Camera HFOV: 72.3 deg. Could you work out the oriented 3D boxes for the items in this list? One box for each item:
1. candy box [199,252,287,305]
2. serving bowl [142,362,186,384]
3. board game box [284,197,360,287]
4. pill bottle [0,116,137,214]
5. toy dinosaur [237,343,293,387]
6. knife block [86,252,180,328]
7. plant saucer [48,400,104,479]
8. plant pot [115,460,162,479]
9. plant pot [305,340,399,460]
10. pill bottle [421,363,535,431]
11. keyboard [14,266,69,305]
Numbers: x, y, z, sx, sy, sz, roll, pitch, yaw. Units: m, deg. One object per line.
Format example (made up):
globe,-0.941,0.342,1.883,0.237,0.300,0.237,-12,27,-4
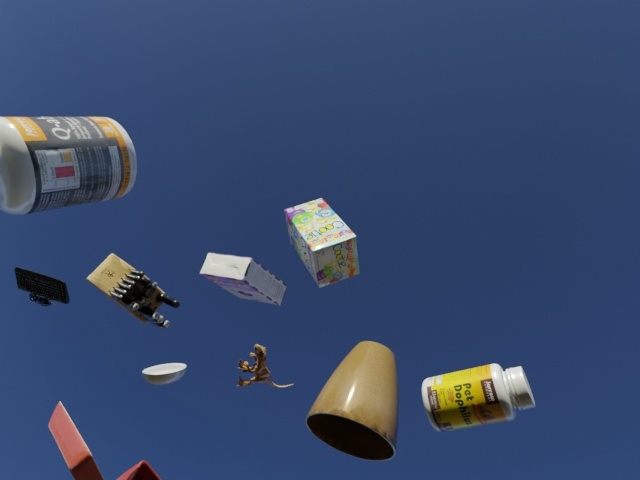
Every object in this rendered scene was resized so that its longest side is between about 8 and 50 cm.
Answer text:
candy box,-0.219,0.113,1.268,0.164,0.196,0.070,5,-115,31
serving bowl,-0.309,0.268,0.869,0.083,0.083,0.027,-5,-92,11
board game box,0.000,0.000,1.398,0.142,0.275,0.144,-18,-56,-14
pill bottle,-0.484,-0.133,0.764,0.162,0.278,0.162,9,-72,30
toy dinosaur,-0.148,0.342,1.105,0.112,0.064,0.212,-4,-44,10
knife block,-0.448,0.151,1.105,0.242,0.276,0.088,34,-114,8
plant saucer,-0.538,0.531,1.001,0.258,0.047,0.259,13,-59,46
plant pot,-0.543,0.818,1.165,0.235,0.267,0.267,-27,-76,14
plant pot,0.112,0.409,1.174,0.237,0.254,0.237,14,-43,13
pill bottle,0.338,0.338,0.948,0.214,0.117,0.117,-21,-88,22
keyboard,-0.763,0.138,1.187,0.191,0.038,0.100,11,-63,21
